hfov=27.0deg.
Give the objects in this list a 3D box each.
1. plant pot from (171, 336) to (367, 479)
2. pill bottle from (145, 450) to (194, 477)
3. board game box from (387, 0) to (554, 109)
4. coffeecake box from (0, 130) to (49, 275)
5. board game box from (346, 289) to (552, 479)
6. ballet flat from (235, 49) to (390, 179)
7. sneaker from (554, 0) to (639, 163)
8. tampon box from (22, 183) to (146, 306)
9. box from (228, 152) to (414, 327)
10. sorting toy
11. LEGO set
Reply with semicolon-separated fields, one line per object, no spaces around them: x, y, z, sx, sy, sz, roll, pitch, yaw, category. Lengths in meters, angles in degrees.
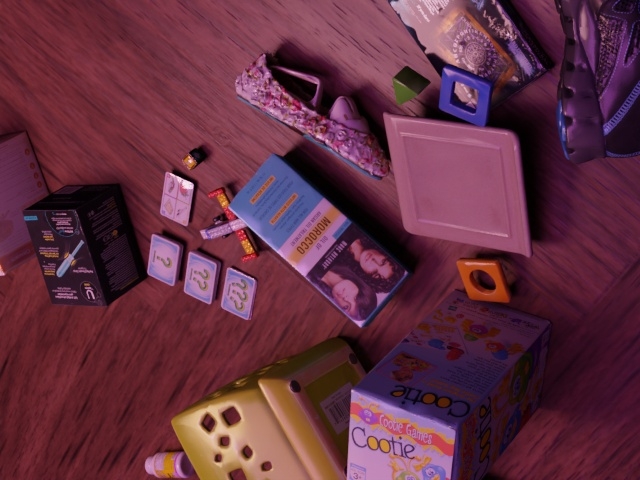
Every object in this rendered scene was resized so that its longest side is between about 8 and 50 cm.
-0.030;0.272;1.857;0.207;0.228;0.227;-33;85;36;plant pot
-0.247;0.368;2.181;0.083;0.043;0.043;-8;109;38;pill bottle
0.175;-0.248;1.577;0.126;0.026;0.186;-33;93;40;board game box
-0.493;-0.056;2.061;0.068;0.142;0.186;-5;110;37;coffeecake box
0.162;0.199;1.658;0.144;0.275;0.142;18;123;26;board game box
-0.004;-0.166;1.712;0.241;0.091;0.077;32;106;13;ballet flat
0.322;-0.255;1.438;0.139;0.125;0.341;-4;111;6;sneaker
-0.359;0.008;2.029;0.120;0.101;0.161;1;115;35;tampon box
0.000;0.000;1.778;0.244;0.060;0.100;41;96;9;box
0.176;-0.075;1.646;0.196;0.047;0.348;15;133;33;sorting toy
-0.169;-0.007;1.924;0.182;0.060;0.244;25;125;17;LEGO set
